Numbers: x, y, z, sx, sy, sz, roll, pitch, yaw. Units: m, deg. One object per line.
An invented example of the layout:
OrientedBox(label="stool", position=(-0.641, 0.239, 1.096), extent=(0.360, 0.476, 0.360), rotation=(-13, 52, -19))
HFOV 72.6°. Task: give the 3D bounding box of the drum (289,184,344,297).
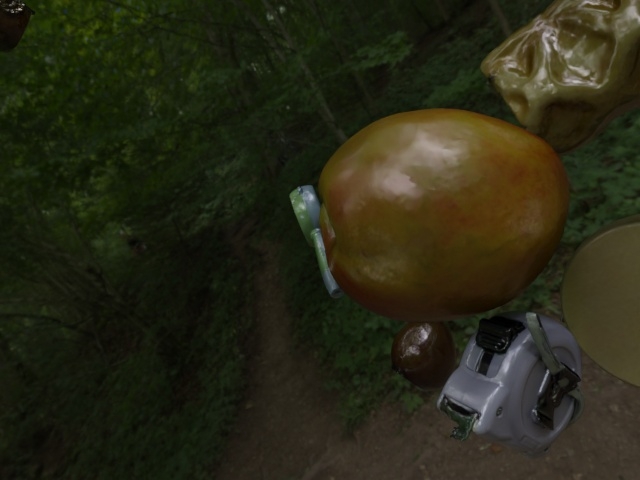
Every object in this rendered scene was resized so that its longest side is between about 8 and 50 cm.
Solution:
OrientedBox(label="drum", position=(-0.007, -0.017, 0.759), extent=(0.049, 0.130, 0.253), rotation=(-22, 27, 2))

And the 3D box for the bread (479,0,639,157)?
OrientedBox(label="bread", position=(0.375, -0.255, 0.602), extent=(0.252, 0.196, 0.238), rotation=(-40, -3, 25))

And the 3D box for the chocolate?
OrientedBox(label="chocolate", position=(0.252, 0.263, 1.032), extent=(0.176, 0.177, 0.177), rotation=(-20, -3, -1))

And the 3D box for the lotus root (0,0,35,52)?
OrientedBox(label="lotus root", position=(-0.237, -0.157, 0.312), extent=(0.083, 0.030, 0.037), rotation=(12, -8, 44))

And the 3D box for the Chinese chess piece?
OrientedBox(label="Chinese chess piece", position=(0.504, 0.090, 0.645), extent=(0.102, 0.274, 0.273), rotation=(-5, -13, -43))

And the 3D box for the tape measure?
OrientedBox(label="tape measure", position=(0.257, 0.179, 0.552), extent=(0.196, 0.179, 0.105), rotation=(25, -8, -29))

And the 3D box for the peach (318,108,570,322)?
OrientedBox(label="peach", position=(0.161, -0.038, 0.590), extent=(0.332, 0.308, 0.308), rotation=(-12, -2, 4))
